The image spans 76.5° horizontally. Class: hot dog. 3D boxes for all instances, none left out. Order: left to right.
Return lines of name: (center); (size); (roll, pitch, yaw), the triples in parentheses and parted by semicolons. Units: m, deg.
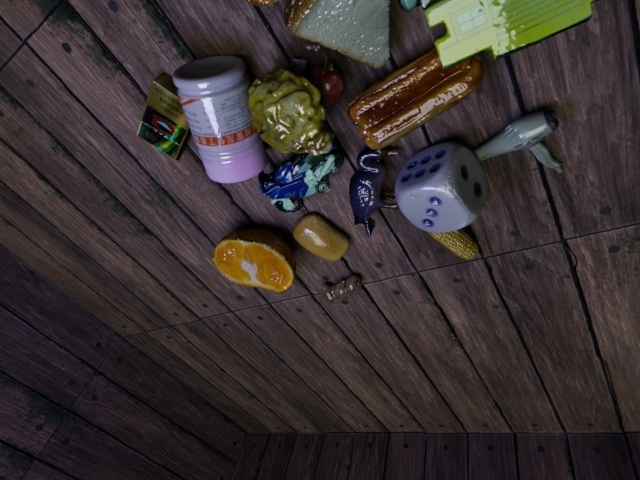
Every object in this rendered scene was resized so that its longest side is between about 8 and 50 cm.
hot dog: (0.235, -0.373, 1.038); (0.348, 0.117, 0.158); (-28, 111, 25)

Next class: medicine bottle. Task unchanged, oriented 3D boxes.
medicine bottle: (-0.281, -0.348, 1.186); (0.202, 0.202, 0.316); (4, 134, 15)

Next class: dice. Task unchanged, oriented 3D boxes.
dice: (0.342, -0.148, 1.150); (0.193, 0.194, 0.192); (-9, 132, 49)

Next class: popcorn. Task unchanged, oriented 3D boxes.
popcorn: (-0.083, -0.317, 1.063); (0.266, 0.192, 0.233); (43, 162, 13)

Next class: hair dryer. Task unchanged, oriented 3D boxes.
hair dryer: (0.536, -0.245, 1.117); (0.219, 0.088, 0.225); (-6, 146, 32)

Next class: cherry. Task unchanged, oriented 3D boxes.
cherry: (0.001, -0.436, 1.056); (0.107, 0.090, 0.225); (47, 177, 30)

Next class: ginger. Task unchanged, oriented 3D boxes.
ginger: (0.089, 0.201, 1.677); (0.204, 0.080, 0.104); (-26, 115, 38)

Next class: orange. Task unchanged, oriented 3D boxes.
orange: (-0.240, 0.078, 1.555); (0.310, 0.274, 0.274); (30, 148, 42)

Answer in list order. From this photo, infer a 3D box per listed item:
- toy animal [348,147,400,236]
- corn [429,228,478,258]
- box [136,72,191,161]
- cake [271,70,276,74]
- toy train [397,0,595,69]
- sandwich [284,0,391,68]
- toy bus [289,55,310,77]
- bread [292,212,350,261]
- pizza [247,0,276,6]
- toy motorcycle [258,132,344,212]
toy animal: (0.174, -0.150, 1.282); (0.185, 0.122, 0.298); (17, 129, -4)
corn: (0.415, -0.030, 1.336); (0.260, 0.091, 0.091); (38, 92, -18)
box: (-0.483, -0.390, 1.308); (0.159, 0.071, 0.240); (30, 135, -14)
cake: (-0.119, -0.421, 1.167); (0.065, 0.052, 0.121); (-31, 118, 34)
toy train: (0.379, -0.511, 0.779); (0.442, 0.179, 0.272); (-18, 113, 24)
sandwich: (0.094, -0.513, 0.869); (0.288, 0.100, 0.254); (5, 151, -37)
toy bus: (-0.063, -0.448, 1.134); (0.052, 0.037, 0.131); (21, 137, 5)
bread: (0.000, 0.000, 1.504); (0.217, 0.098, 0.147); (34, 137, -13)
pizza: (-0.169, -0.633, 0.975); (0.161, 0.062, 0.182); (-19, 126, 39)
toy motorcycle: (-0.074, -0.209, 1.282); (0.196, 0.125, 0.331); (24, 134, -28)
